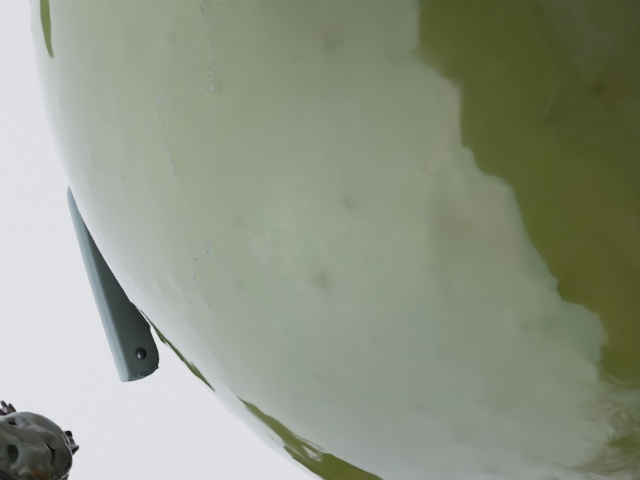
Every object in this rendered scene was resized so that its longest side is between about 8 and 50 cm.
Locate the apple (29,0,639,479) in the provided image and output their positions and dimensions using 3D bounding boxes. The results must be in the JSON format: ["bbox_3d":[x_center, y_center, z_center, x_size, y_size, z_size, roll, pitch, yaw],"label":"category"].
[{"bbox_3d":[0.084,-0.061,0.576,0.357,0.357,0.357,30,-128,-48],"label":"apple"}]

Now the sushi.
[{"bbox_3d":[-0.339,0.278,1.732,0.124,0.130,0.332,31,-163,-8],"label":"sushi"}]

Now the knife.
[{"bbox_3d":[-0.153,0.025,1.260,0.044,0.023,0.162,-12,-97,-37],"label":"knife"}]
